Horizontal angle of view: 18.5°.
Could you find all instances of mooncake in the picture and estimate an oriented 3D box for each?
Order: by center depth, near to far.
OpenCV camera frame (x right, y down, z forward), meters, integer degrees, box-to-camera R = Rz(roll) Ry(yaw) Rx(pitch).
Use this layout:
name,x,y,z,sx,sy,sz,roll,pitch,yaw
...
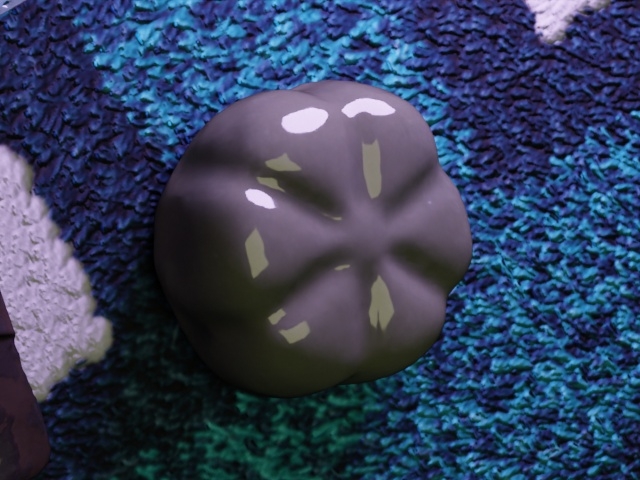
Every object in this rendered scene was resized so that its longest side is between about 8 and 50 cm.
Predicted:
name,x,y,z,sx,sy,sz,roll,pitch,yaw
mooncake,0.000,0.000,1.612,0.275,0.135,0.275,-2,93,-32

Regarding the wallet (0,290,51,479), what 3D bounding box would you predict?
name,x,y,z,sx,sy,sz,roll,pitch,yaw
wallet,-0.313,0.061,1.483,0.165,0.042,0.309,-23,102,-32

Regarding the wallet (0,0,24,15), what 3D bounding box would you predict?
name,x,y,z,sx,sy,sz,roll,pitch,yaw
wallet,-0.319,-0.259,1.428,0.176,0.075,0.250,-36,117,-30
